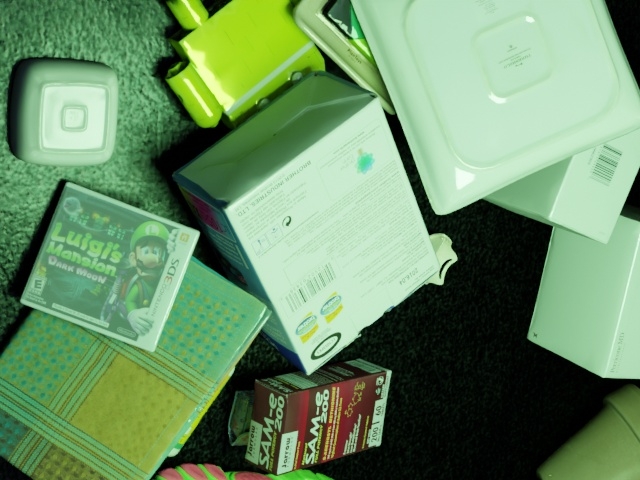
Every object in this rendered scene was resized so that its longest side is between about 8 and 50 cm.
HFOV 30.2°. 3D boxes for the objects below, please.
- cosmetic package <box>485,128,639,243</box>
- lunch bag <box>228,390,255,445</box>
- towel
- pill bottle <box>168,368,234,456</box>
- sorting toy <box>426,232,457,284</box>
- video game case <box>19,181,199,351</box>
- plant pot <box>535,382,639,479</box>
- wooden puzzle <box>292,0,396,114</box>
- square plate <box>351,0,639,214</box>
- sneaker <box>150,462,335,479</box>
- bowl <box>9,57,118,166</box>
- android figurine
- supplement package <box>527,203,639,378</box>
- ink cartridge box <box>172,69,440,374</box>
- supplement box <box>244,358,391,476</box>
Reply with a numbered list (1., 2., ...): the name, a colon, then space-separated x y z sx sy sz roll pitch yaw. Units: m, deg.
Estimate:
1. cosmetic package: 0.371 -0.140 1.844 0.138 0.225 0.224 20 94 -33
2. lunch bag: -0.097 0.273 1.797 0.071 0.053 0.083 6 108 -33
3. towel: -0.280 0.166 1.600 0.271 0.040 0.370 36 86 1
4. pill bottle: -0.195 0.189 1.678 0.117 0.117 0.208 38 84 -32
5. sorting toy: 0.185 0.035 1.900 0.075 0.045 0.083 33 86 -40
6. video game case: -0.279 0.035 1.576 0.190 0.022 0.173 21 86 0
7. plant pot: 0.516 0.421 2.100 0.229 0.263 0.263 -29 118 -1
8. wooden puzzle: 0.103 -0.332 1.675 0.221 0.044 0.238 40 80 -28
9. square plate: 0.260 -0.254 1.656 0.347 0.049 0.344 -24 101 -7
10. sneaker: -0.083 0.467 1.816 0.483 0.185 0.202 18 113 -29
11. bowl: -0.326 -0.162 1.540 0.142 0.053 0.142 -1 106 -29
12. android figurine: -0.095 -0.257 1.645 0.248 0.056 0.273 -40 118 -15
13. supplement package: 0.488 0.076 1.987 0.145 0.204 0.262 5 102 -30
14. ink cartridge box: 0.000 0.000 1.694 0.270 0.151 0.395 -37 129 -16
15. supplement box: 0.000 0.263 1.798 0.239 0.073 0.130 -6 108 -47
